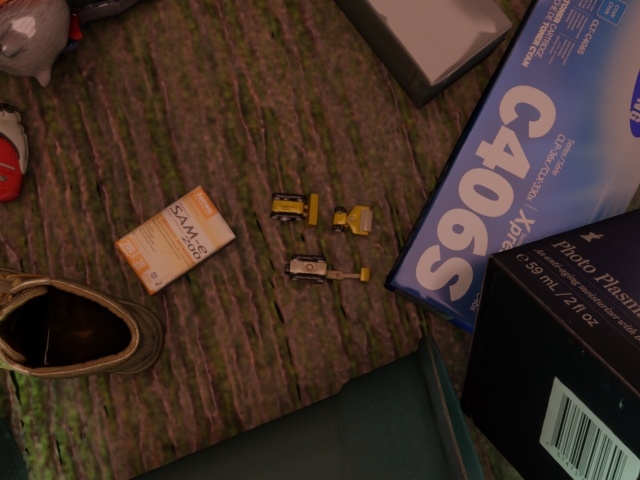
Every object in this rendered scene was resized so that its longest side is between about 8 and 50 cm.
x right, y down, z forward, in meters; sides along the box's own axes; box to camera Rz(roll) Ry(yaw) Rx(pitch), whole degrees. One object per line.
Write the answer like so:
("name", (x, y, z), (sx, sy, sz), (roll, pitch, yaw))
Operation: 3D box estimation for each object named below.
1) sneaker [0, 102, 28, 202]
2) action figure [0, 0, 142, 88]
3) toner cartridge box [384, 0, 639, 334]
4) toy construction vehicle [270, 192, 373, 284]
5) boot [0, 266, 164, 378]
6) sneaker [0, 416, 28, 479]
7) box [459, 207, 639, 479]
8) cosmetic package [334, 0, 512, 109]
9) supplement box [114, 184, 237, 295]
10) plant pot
("sneaker", (-0.411, -0.063, 1.173), (0.279, 0.107, 0.118), (-5, 95, 1))
("action figure", (-0.336, -0.270, 1.142), (0.341, 0.178, 0.330), (-25, 68, -16))
("toner cartridge box", (0.212, -0.073, 1.194), (0.165, 0.075, 0.348), (27, 86, -1))
("toy construction vehicle", (0.000, 0.000, 1.210), (0.098, 0.035, 0.086), (2, 75, -3))
("boot", (-0.275, 0.071, 1.110), (0.262, 0.203, 0.095), (11, 85, -1))
("sneaker", (-0.389, 0.164, 1.165), (0.270, 0.145, 0.090), (56, 47, -27))
("box", (0.321, 0.117, 1.017), (0.294, 0.183, 0.296), (-16, 41, -27))
("cosmetic package", (0.063, -0.249, 1.181), (0.107, 0.127, 0.238), (-35, 85, -4))
("supplement box", (-0.136, 0.000, 1.202), (0.098, 0.036, 0.062), (-35, 88, -4))
("plant pot", (-0.013, 0.288, 1.055), (0.334, 0.341, 0.341), (-17, 86, 6))
